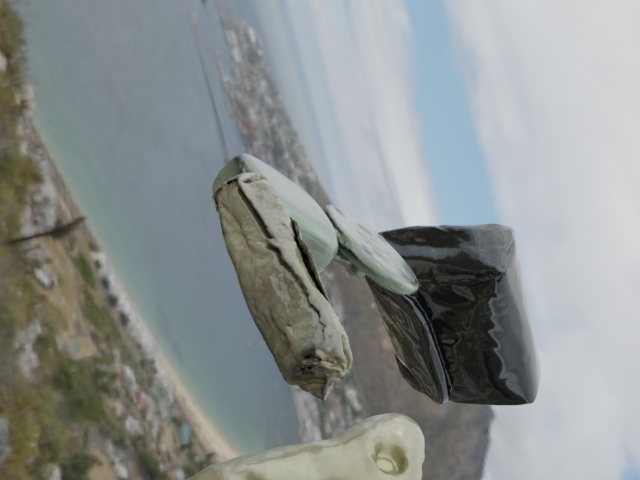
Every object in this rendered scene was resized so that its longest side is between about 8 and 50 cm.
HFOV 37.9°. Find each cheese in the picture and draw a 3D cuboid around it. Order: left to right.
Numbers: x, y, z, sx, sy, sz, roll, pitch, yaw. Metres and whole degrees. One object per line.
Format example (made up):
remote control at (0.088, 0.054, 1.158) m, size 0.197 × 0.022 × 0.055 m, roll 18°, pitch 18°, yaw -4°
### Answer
cheese at (0.021, 0.304, 0.921) m, size 0.247 × 0.251 × 0.173 m, roll 66°, pitch -22°, yaw 11°

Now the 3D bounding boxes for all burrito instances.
burrito at (-0.028, 0.028, 0.664) m, size 0.045 × 0.058 × 0.188 m, roll 15°, pitch 42°, yaw -49°

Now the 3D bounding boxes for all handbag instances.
handbag at (0.186, 0.129, 1.446) m, size 0.178 × 0.275 × 0.301 m, roll -71°, pitch 149°, yaw -47°

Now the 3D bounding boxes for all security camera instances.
security camera at (0.000, 0.000, 1.136) m, size 0.301 × 0.080 × 0.157 m, roll 27°, pitch 18°, yaw -39°
